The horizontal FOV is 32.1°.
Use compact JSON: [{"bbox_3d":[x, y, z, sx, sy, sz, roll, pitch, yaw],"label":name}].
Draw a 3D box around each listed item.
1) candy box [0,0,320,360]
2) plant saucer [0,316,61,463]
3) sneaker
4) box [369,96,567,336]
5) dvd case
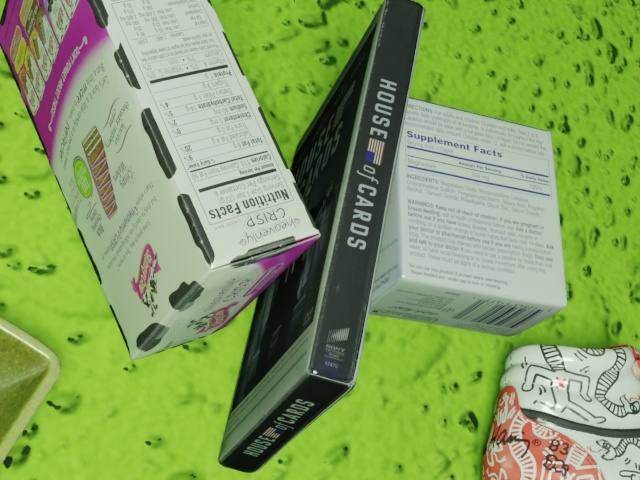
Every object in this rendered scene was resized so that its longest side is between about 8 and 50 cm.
[{"bbox_3d":[-0.103,-0.067,0.642,0.071,0.159,0.233,-18,77,-30],"label":"candy box"},{"bbox_3d":[-0.260,0.091,0.561,0.188,0.045,0.188,34,58,-8],"label":"plant saucer"},{"bbox_3d":[0.236,0.154,0.749,0.270,0.090,0.145,18,63,-15],"label":"sneaker"},{"bbox_3d":[0.093,-0.015,0.766,0.126,0.072,0.137,11,64,-21],"label":"box"},{"bbox_3d":[0.000,0.000,0.649,0.029,0.179,0.238,18,60,-11],"label":"dvd case"}]
